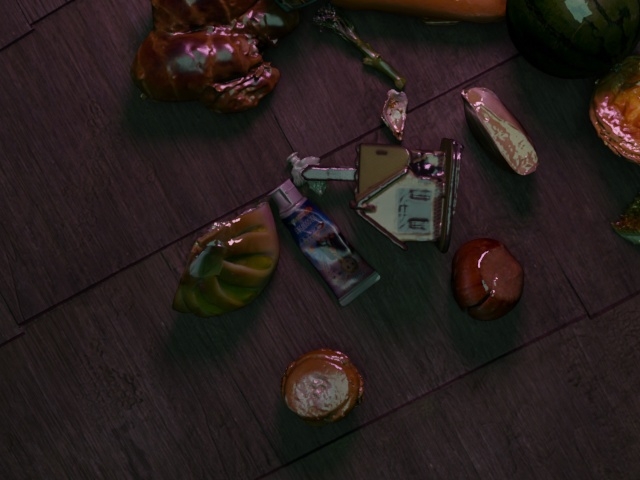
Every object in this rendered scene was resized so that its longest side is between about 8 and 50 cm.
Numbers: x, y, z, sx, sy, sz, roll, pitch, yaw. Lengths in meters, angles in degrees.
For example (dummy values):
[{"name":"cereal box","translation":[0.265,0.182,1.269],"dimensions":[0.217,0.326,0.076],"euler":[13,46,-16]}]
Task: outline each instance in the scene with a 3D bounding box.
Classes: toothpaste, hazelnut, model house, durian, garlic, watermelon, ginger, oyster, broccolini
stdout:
[{"name":"toothpaste","translation":[0.000,0.000,1.918],"dimensions":[0.096,0.061,0.266],"euler":[-37,98,9]},{"name":"hazelnut","translation":[0.307,0.073,1.858],"dimensions":[0.143,0.143,0.154],"euler":[-22,86,8]},{"name":"model house","translation":[0.102,-0.093,1.794],"dimensions":[0.278,0.218,0.205],"euler":[4,96,-1]},{"name":"durian","translation":[0.676,-0.026,1.831],"dimensions":[0.252,0.144,0.139],"euler":[17,136,-3]},{"name":"garlic","translation":[0.329,-0.203,1.829],"dimensions":[0.087,0.101,0.195],"euler":[-35,89,4]},{"name":"watermelon","translation":[0.442,-0.397,1.724],"dimensions":[0.242,0.242,0.242],"euler":[1,97,6]},{"name":"ginger","translation":[-0.188,-0.398,1.835],"dimensions":[0.274,0.152,0.357],"euler":[21,100,3]},{"name":"oyster","translation":[0.139,-0.238,1.881],"dimensions":[0.051,0.034,0.093],"euler":[12,87,-12]},{"name":"broccolini","translation":[0.081,-0.366,1.859],"dimensions":[0.216,0.067,0.058],"euler":[40,138,0]}]

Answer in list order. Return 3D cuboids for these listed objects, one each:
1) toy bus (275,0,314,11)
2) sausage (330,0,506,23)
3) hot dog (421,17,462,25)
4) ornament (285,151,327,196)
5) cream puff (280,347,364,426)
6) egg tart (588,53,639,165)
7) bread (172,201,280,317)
[{"name":"toy bus","translation":[-0.019,-0.536,1.771],"dimensions":[0.109,0.091,0.262],"euler":[-4,60,40]},{"name":"sausage","translation":[0.192,-0.471,1.806],"dimensions":[0.354,0.116,0.134],"euler":[6,66,3]},{"name":"hot dog","translation":[0.230,-0.419,1.856],"dimensions":[0.083,0.021,0.037],"euler":[2,76,9]},{"name":"ornament","translation":[-0.025,-0.129,1.907],"dimensions":[0.092,0.041,0.068],"euler":[21,102,18]},{"name":"cream puff","translation":[0.005,0.284,1.915],"dimensions":[0.165,0.115,0.150],"euler":[12,91,14]},{"name":"egg tart","translation":[0.621,-0.210,1.766],"dimensions":[0.297,0.132,0.297],"euler":[-2,55,3]},{"name":"bread","translation":[-0.166,0.045,1.886],"dimensions":[0.156,0.158,0.261],"euler":[24,101,-1]}]
